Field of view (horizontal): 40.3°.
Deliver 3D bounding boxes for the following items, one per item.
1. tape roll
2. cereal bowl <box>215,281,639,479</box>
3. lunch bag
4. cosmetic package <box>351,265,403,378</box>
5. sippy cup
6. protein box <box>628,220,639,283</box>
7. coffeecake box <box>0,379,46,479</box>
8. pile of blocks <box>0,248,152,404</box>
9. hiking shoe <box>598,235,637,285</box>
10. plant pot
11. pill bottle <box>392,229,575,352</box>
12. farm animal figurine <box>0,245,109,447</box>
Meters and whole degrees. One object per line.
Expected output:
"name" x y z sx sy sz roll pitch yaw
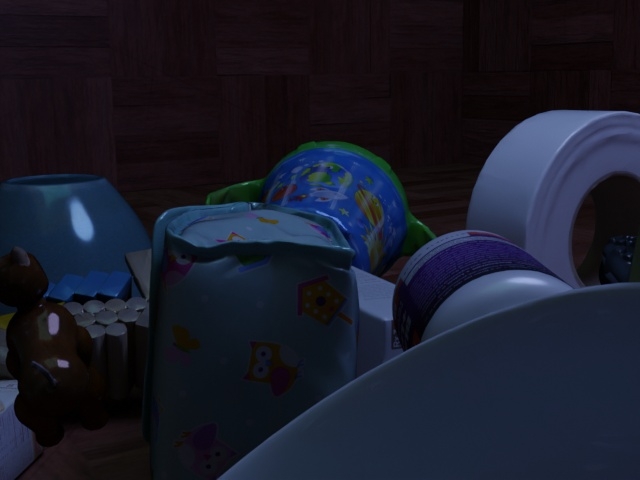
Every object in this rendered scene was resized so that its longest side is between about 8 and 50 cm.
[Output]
"tape roll" 0.309 -0.011 1.022 0.286 0.286 0.100 -7 11 -30
"cereal bowl" 0.030 0.168 0.278 0.339 0.141 0.339 -37 7 5
"lunch bag" -0.060 0.085 0.699 0.160 0.223 0.262 3 9 -8
"cosmetic package" 0.044 0.103 0.890 0.086 0.117 0.231 -5 12 -25
"sippy cup" 0.000 0.000 1.219 0.306 0.240 0.224 -20 16 18
"protein box" 0.227 0.058 0.333 0.136 0.201 0.199 -18 55 0
"coffeecake box" -0.323 0.170 0.685 0.142 0.068 0.185 -1 10 7
"pile of blocks" -0.191 0.099 0.883 0.362 0.112 0.149 -8 37 -22
"hiking shoe" 0.252 0.106 0.550 0.113 0.132 0.304 2 31 -13
"plant pot" -0.356 0.013 1.191 0.290 0.195 0.290 0 10 0
"pill bottle" 0.105 0.062 0.516 0.108 0.108 0.193 -1 11 -2
"farm animal figurine" -0.315 0.094 0.524 0.331 0.172 0.326 -1 41 7
